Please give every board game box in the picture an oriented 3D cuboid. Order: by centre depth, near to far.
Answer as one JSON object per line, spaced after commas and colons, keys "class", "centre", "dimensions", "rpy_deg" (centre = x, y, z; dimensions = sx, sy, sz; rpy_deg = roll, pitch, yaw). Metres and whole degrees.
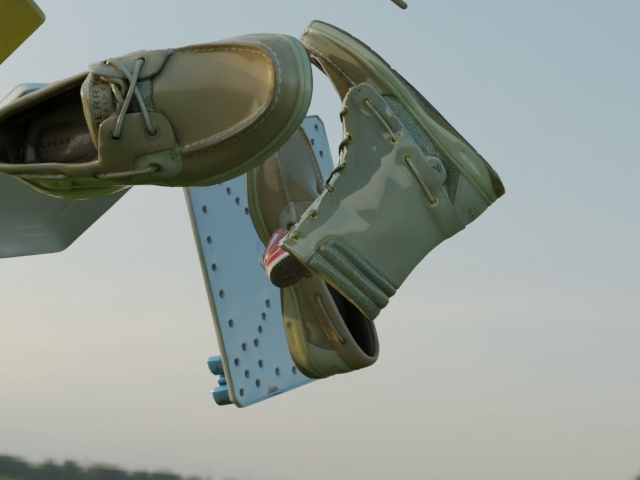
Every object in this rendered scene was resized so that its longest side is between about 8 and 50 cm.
{"class": "board game box", "centre": [-0.073, 0.020, 2.320], "dimensions": [0.050, 0.390, 0.390], "rpy_deg": [-13, 0, 32]}

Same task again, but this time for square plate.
{"class": "square plate", "centre": [-0.341, -0.088, 1.933], "dimensions": [0.344, 0.049, 0.347], "rpy_deg": [-41, -19, 29]}

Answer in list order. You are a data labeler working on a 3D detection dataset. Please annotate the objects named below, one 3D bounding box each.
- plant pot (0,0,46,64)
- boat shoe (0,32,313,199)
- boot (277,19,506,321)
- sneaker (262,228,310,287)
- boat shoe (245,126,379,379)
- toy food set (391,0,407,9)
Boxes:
{"class": "plant pot", "centre": [-0.549, -0.340, 2.198], "dimensions": [0.212, 0.212, 0.187], "rpy_deg": [34, -17, 27]}
{"class": "boat shoe", "centre": [-0.144, -0.096, 1.235], "dimensions": [0.302, 0.109, 0.098], "rpy_deg": [-11, -12, 35]}
{"class": "boot", "centre": [0.019, -0.058, 1.268], "dimensions": [0.213, 0.165, 0.077], "rpy_deg": [45, 1, 13]}
{"class": "sneaker", "centre": [-0.007, 0.001, 1.630], "dimensions": [0.118, 0.042, 0.067], "rpy_deg": [-30, 24, -4]}
{"class": "boat shoe", "centre": [0.000, 0.000, 2.004], "dimensions": [0.110, 0.341, 0.121], "rpy_deg": [-16, -2, 38]}
{"class": "toy food set", "centre": [0.097, -0.286, 1.524], "dimensions": [0.078, 0.122, 0.019], "rpy_deg": [37, 7, -9]}
